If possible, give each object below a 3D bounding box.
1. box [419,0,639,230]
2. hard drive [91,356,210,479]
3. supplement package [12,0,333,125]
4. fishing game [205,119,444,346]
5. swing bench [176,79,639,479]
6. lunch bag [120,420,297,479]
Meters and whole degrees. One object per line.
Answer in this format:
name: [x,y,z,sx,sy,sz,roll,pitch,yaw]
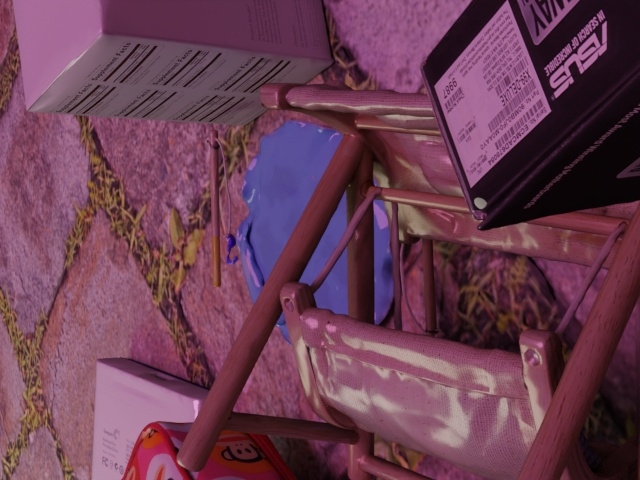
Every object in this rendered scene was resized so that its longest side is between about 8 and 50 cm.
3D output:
box: [0.206,-0.114,0.379,0.307,0.242,0.076,-49,54,57]
hard drive: [-0.164,0.288,1.134,0.210,0.040,0.318,9,97,53]
supplement package: [-0.126,-0.210,0.942,0.149,0.203,0.194,-28,68,50]
fishing game: [0.000,0.000,0.912,0.264,0.041,0.189,6,103,48]
swing bench: [0.078,0.046,0.676,0.253,0.165,0.254,12,88,48]
lunch bag: [-0.105,0.293,0.933,0.258,0.120,0.293,45,124,45]
